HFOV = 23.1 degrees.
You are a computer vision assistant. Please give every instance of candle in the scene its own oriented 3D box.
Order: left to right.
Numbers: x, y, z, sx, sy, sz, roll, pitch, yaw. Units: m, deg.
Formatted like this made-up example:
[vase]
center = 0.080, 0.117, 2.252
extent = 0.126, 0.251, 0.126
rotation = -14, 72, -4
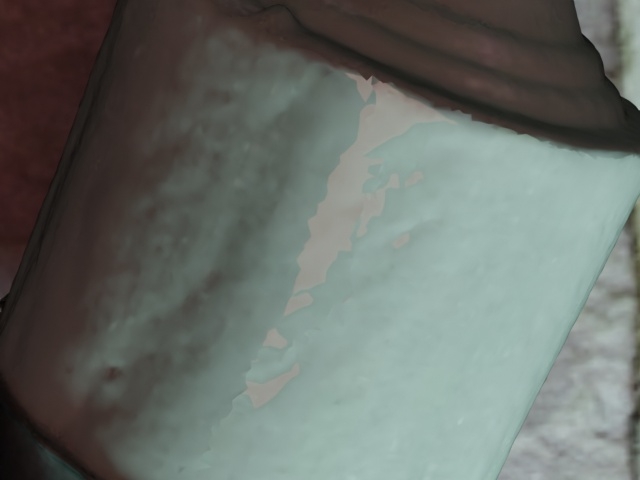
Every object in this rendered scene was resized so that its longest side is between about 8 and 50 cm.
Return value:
[candle]
center = 0.000, 0.000, 0.609
extent = 0.221, 0.221, 0.343
rotation = 23, 106, -4
